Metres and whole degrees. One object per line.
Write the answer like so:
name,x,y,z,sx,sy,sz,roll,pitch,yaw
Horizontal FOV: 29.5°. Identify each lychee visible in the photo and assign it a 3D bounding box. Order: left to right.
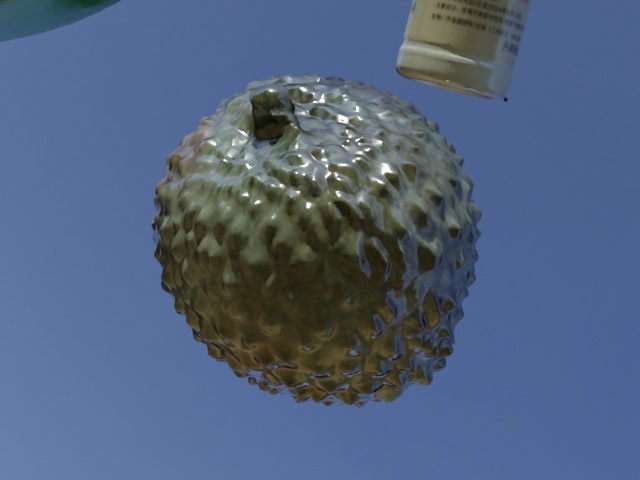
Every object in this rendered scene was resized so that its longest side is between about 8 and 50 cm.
lychee,0.000,0.000,0.939,0.255,0.255,0.274,6,-44,29

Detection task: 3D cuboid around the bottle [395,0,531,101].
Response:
bottle,0.090,-0.178,0.578,0.060,0.060,0.217,18,-82,22

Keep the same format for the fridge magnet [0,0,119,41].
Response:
fridge magnet,-0.161,-0.163,0.684,0.208,0.208,0.088,-7,-73,34
